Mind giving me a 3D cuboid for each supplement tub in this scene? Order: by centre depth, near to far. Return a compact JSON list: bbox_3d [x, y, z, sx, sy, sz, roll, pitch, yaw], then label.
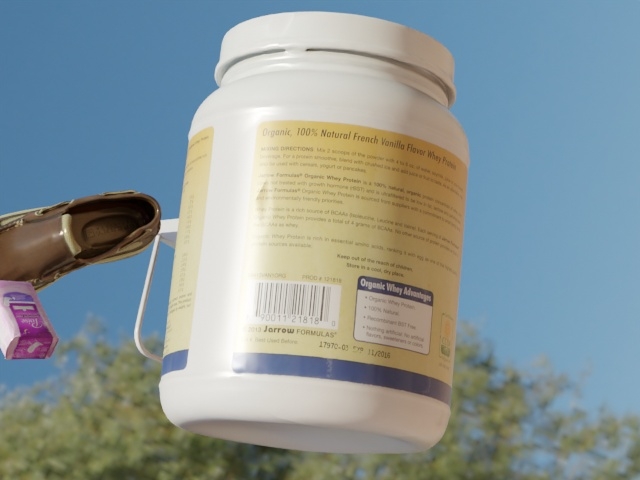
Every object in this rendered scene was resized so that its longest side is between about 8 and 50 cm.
[{"bbox_3d":[0.000,0.000,1.242,0.228,0.228,0.316,37,-123,-65],"label":"supplement tub"}]

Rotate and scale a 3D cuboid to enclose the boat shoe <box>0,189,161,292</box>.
[{"bbox_3d":[-0.291,-0.003,1.705,0.257,0.095,0.095,-22,-5,-28],"label":"boat shoe"}]

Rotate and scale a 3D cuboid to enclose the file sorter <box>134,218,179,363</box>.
[{"bbox_3d":[-0.067,0.079,1.968,0.193,0.277,0.173,31,-118,-47],"label":"file sorter"}]

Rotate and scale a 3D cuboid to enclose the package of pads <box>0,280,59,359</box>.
[{"bbox_3d":[-0.282,0.073,1.455,0.050,0.083,0.032,2,-50,-37],"label":"package of pads"}]
